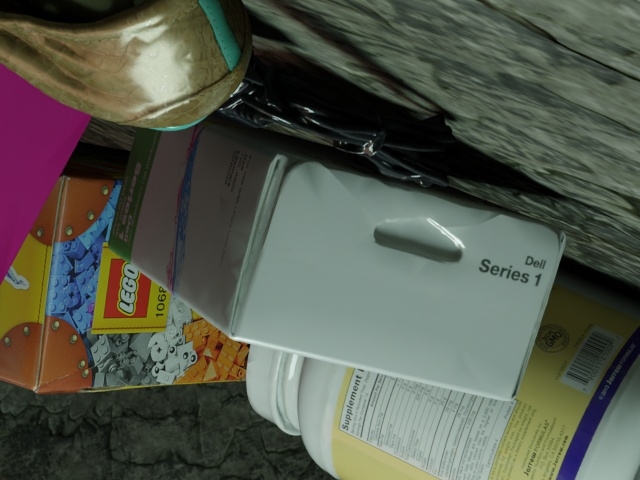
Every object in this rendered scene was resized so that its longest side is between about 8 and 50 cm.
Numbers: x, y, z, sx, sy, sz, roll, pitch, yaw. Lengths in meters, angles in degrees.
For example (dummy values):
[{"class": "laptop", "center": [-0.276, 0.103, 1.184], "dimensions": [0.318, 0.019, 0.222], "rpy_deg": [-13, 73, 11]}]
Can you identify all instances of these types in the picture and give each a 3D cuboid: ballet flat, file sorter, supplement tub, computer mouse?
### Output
[{"class": "ballet flat", "center": [-0.189, -0.152, 0.806], "dimensions": [0.342, 0.116, 0.124], "rpy_deg": [24, 157, 11]}, {"class": "file sorter", "center": [-0.330, -0.079, 1.370], "dimensions": [0.182, 0.291, 0.202], "rpy_deg": [27, 178, 25]}, {"class": "supplement tub", "center": [0.131, 0.121, 1.470], "dimensions": [0.331, 0.241, 0.241], "rpy_deg": [24, 177, 24]}, {"class": "computer mouse", "center": [-0.043, -0.095, 1.012], "dimensions": [0.262, 0.060, 0.184], "rpy_deg": [18, 180, 43]}]

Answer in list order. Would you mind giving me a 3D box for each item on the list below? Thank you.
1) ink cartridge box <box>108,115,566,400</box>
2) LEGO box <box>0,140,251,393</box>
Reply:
[{"class": "ink cartridge box", "center": [0.000, 0.000, 1.170], "dimensions": [0.201, 0.117, 0.278], "rpy_deg": [14, -175, -23]}, {"class": "LEGO box", "center": [-0.293, -0.001, 1.768], "dimensions": [0.500, 0.193, 0.372], "rpy_deg": [12, -173, 39]}]
